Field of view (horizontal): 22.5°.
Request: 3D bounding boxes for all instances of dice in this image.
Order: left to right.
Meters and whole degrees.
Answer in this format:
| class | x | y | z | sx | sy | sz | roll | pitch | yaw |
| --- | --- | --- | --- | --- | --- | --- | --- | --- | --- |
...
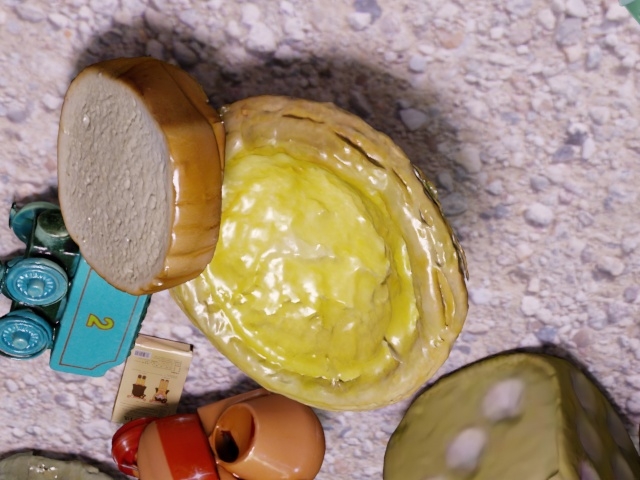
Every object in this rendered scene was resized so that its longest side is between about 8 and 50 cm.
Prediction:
| class | x | y | z | sx | sy | sz | roll | pitch | yaw |
| --- | --- | --- | --- | --- | --- | --- | --- | --- | --- |
| dice | 0.223 | 0.287 | 1.796 | 0.233 | 0.238 | 0.227 | -28 | 124 | 27 |

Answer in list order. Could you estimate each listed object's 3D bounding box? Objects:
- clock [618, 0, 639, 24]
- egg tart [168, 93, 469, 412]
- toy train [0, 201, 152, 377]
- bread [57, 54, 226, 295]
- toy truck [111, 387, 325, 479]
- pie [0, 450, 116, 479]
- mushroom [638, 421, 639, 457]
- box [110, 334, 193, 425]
| class | x | y | z | sx | sy | sz | roll | pitch | yaw |
| --- | --- | --- | --- | --- | --- | --- | --- | --- | --- |
| clock | 0.340 | -0.209 | 1.466 | 0.101 | 0.041 | 0.135 | -26 | 125 | 25 |
| egg tart | 0.000 | 0.000 | 1.586 | 0.345 | 0.132 | 0.345 | 14 | 126 | 20 |
| toy train | -0.261 | 0.050 | 1.704 | 0.163 | 0.112 | 0.203 | 12 | 135 | -14 |
| bread | -0.171 | -0.063 | 1.524 | 0.070 | 0.236 | 0.236 | -14 | 144 | -36 |
| toy truck | -0.102 | 0.290 | 1.867 | 0.239 | 0.189 | 0.265 | -19 | 143 | -5 |
| pie | -0.331 | 0.388 | 2.019 | 0.306 | 0.071 | 0.306 | 7 | 125 | 10 |
| mushroom | 0.490 | 0.222 | 1.762 | 0.297 | 0.163 | 0.278 | 28 | 125 | -22 |
| box | -0.196 | 0.168 | 1.866 | 0.073 | 0.020 | 0.149 | 13 | 132 | -9 |
